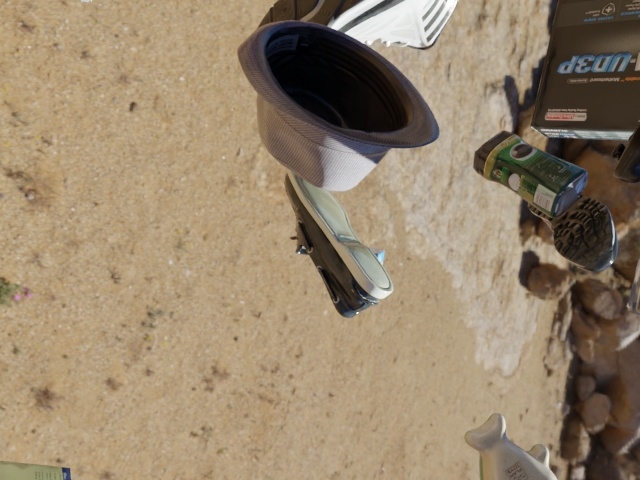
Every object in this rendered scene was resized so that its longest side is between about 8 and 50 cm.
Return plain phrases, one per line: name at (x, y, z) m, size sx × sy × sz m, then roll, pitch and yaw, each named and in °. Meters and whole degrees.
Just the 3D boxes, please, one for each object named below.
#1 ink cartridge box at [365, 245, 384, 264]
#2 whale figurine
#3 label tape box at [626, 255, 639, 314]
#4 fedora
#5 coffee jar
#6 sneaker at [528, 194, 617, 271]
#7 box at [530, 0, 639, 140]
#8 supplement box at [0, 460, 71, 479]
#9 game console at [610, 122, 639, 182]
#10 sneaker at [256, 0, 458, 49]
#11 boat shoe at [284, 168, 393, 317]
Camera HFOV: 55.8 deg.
ink cartridge box at (0.090, 0.076, 1.381) m, size 0.052 × 0.089 × 0.122 m, roll -27°, pitch 127°, yaw -66°
whale figurine at (0.421, 0.527, 1.384) m, size 0.216 × 0.141 × 0.272 m, roll -31°, pitch 92°, yaw -11°
label tape box at (0.533, 0.077, 0.662) m, size 0.241 × 0.334 × 0.105 m, roll 12°, pitch 93°, yaw -65°
fedora at (0.006, -0.156, 0.758) m, size 0.244 × 0.275 × 0.124 m, roll -7°, pitch 140°, yaw -33°
coffee jar at (0.365, -0.122, 1.070) m, size 0.096 × 0.184 × 0.079 m, roll -34°, pitch 143°, yaw -23°
sneaker at (0.486, -0.013, 1.099) m, size 0.124 × 0.107 × 0.283 m, roll 41°, pitch 22°, yaw -17°
box at (0.380, -0.209, 0.721) m, size 0.051 × 0.220 × 0.175 m, roll 12°, pitch 91°, yaw -46°
supplement box at (-0.286, 0.262, 0.572) m, size 0.083 × 0.083 × 0.056 m, roll 25°, pitch 107°, yaw -37°
game console at (0.323, -0.202, 0.431) m, size 0.361 × 0.044 × 0.213 m, roll -53°, pitch 150°, yaw -6°
sneaker at (0.079, -0.416, 1.224) m, size 0.257 × 0.448 × 0.169 m, roll 21°, pitch 58°, yaw -45°
boat shoe at (0.003, 0.001, 1.126) m, size 0.113 × 0.340 × 0.127 m, roll -48°, pitch 149°, yaw 22°
